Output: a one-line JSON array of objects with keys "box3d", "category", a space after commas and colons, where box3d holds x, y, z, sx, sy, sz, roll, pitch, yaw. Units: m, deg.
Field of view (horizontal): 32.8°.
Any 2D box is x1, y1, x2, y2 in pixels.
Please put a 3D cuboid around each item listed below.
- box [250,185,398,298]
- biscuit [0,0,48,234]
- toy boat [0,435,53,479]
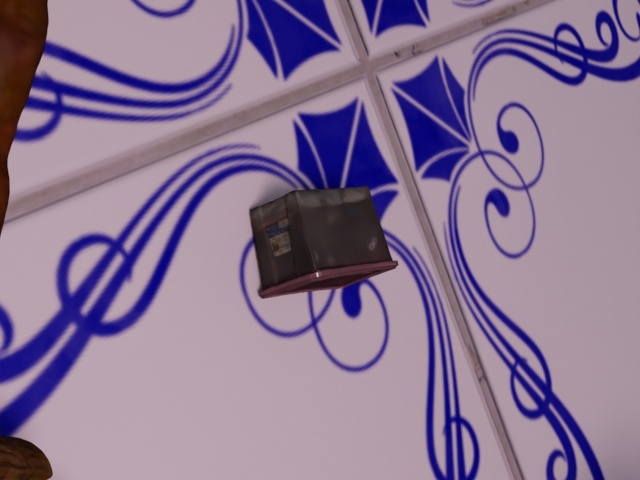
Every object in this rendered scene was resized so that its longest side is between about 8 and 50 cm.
[{"box3d": [0.000, 0.000, 0.728, 0.084, 0.060, 0.063, -5, 77, -45], "category": "box"}, {"box3d": [-0.291, -0.139, 0.386, 0.395, 0.166, 0.343, 20, 72, -40], "category": "biscuit"}, {"box3d": [-0.170, 0.120, 0.456, 0.226, 0.068, 0.088, 47, 30, -69], "category": "toy boat"}]
